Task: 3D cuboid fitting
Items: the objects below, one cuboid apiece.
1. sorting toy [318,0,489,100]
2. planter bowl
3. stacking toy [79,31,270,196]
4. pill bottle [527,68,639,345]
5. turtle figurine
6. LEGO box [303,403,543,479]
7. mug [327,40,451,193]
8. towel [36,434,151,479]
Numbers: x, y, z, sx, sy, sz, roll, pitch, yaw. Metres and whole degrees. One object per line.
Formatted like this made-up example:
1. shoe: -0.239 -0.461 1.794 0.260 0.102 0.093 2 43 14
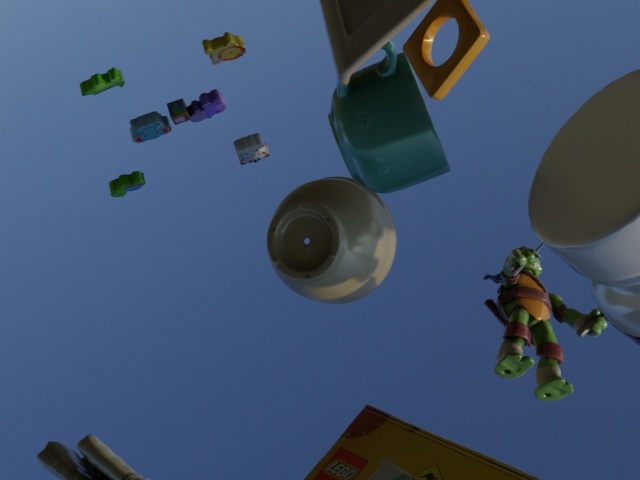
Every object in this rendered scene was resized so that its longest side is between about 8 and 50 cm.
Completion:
1. sorting toy: 0.065 -0.242 0.984 0.196 0.047 0.348 -42 -132 39
2. planter bowl: 0.000 0.000 1.509 0.162 0.162 0.109 -7 178 22
3. stacking toy: -0.185 -0.159 1.583 0.221 0.052 0.167 -17 -109 2
4. pill bottle: 0.385 0.032 1.103 0.224 0.392 0.224 -42 -153 26
5. turtle figurine: 0.378 0.102 1.983 0.274 0.198 0.266 -6 -131 22
6. LEGO box: 0.151 0.484 1.695 0.372 0.193 0.500 -47 -144 -21
7. mug: 0.060 -0.126 1.255 0.097 0.158 0.129 -22 -176 7
8. towel: -0.085 0.301 1.179 0.324 0.312 0.056 24 -103 36
